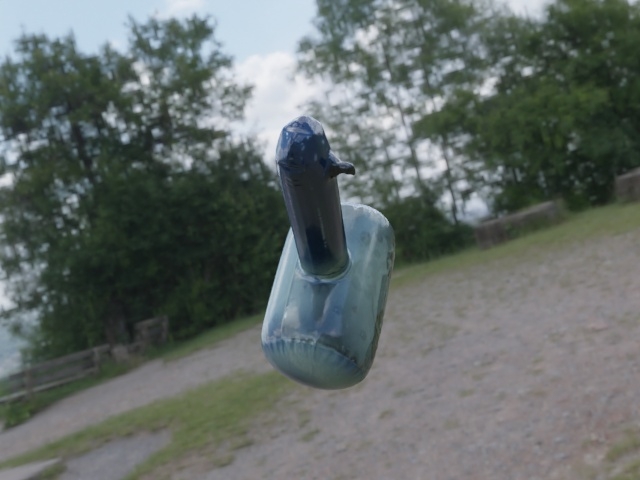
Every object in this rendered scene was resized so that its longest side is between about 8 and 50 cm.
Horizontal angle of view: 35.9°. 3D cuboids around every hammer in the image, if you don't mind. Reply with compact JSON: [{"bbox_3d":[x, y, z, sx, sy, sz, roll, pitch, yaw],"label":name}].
[{"bbox_3d":[0.000,0.000,0.539,0.069,0.116,0.194,9,-30,11],"label":"hammer"}]
